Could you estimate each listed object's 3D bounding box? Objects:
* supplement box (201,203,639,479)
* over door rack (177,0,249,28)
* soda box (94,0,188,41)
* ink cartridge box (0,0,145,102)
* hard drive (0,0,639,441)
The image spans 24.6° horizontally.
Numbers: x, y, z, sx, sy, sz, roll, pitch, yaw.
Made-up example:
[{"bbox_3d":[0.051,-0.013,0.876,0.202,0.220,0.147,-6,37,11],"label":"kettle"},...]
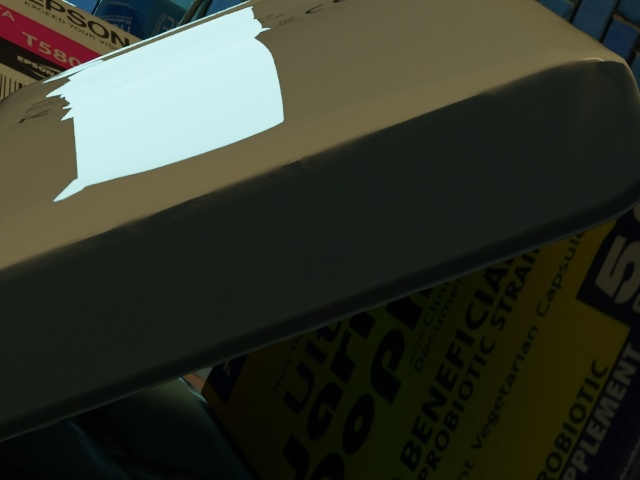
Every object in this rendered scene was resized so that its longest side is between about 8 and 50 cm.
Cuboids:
[{"bbox_3d":[0.110,0.061,0.585,0.195,0.194,0.356,25,3,-19],"label":"supplement box"},{"bbox_3d":[0.000,0.000,0.940,0.324,0.108,0.239,54,1,-5],"label":"over door rack"},{"bbox_3d":[-0.224,-0.170,1.566,0.067,0.210,0.071,28,4,25],"label":"soda box"},{"bbox_3d":[-0.194,-0.080,0.855,0.234,0.088,0.193,24,29,-26],"label":"ink cartridge box"},{"bbox_3d":[-0.036,-0.039,0.536,0.353,0.233,0.047,-99,168,-74],"label":"hard drive"}]
